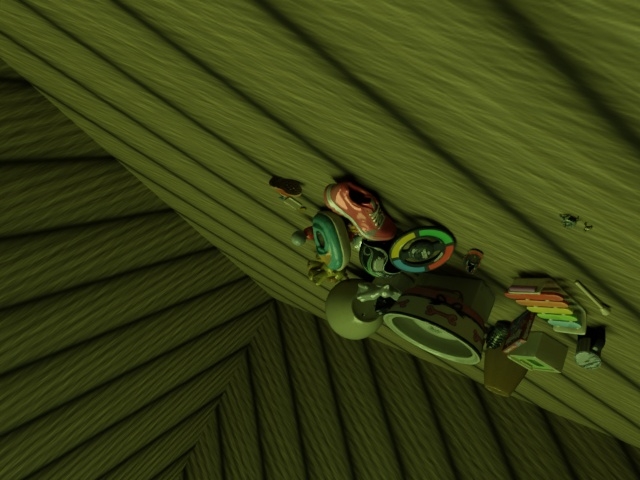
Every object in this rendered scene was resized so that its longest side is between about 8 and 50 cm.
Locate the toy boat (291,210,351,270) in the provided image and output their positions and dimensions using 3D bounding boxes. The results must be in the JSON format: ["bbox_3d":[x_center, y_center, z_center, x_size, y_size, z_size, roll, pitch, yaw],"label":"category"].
[{"bbox_3d":[0.000,0.000,1.821,0.318,0.148,0.267,21,132,59],"label":"toy boat"}]

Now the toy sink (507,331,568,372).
[{"bbox_3d":[0.956,0.505,1.959,0.152,0.131,0.234,31,162,-10],"label":"toy sink"}]

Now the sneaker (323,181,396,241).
[{"bbox_3d":[0.159,-0.095,1.487,0.314,0.116,0.136,33,157,-21],"label":"sneaker"}]

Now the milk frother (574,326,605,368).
[{"bbox_3d":[0.953,0.367,1.582,0.143,0.135,0.129,14,127,28],"label":"milk frother"}]

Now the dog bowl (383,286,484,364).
[{"bbox_3d":[0.469,0.337,1.749,0.408,0.150,0.408,27,160,10],"label":"dog bowl"}]

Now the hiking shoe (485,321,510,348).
[{"bbox_3d":[0.833,0.454,2.019,0.086,0.114,0.227,22,161,14],"label":"hiking shoe"}]

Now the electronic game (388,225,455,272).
[{"bbox_3d":[0.352,0.034,1.505,0.229,0.048,0.229,-2,135,-2],"label":"electronic game"}]

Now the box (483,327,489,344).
[{"bbox_3d":[0.757,0.537,2.318,0.191,0.143,0.381,21,159,19],"label":"box"}]

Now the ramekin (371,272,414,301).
[{"bbox_3d":[0.349,0.218,2.071,0.207,0.109,0.207,24,162,8],"label":"ramekin"}]

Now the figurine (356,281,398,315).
[{"bbox_3d":[0.298,0.258,1.964,0.215,0.092,0.209,38,151,-27],"label":"figurine"}]

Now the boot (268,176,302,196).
[{"bbox_3d":[-0.122,-0.199,1.698,0.158,0.059,0.084,25,167,35],"label":"boot"}]

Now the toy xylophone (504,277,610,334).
[{"bbox_3d":[0.802,0.213,1.465,0.322,0.081,0.236,32,161,-16],"label":"toy xylophone"}]

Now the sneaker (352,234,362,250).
[{"bbox_3d":[0.233,0.044,1.831,0.212,0.080,0.094,36,148,-21],"label":"sneaker"}]

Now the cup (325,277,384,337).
[{"bbox_3d":[0.209,0.346,2.245,0.331,0.331,0.237,29,164,-4],"label":"cup"}]

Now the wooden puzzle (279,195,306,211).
[{"bbox_3d":[-0.118,-0.160,1.858,0.116,0.014,0.078,35,156,-23],"label":"wooden puzzle"}]

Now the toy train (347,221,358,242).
[{"bbox_3d":[0.167,-0.027,1.746,0.166,0.046,0.125,20,150,29],"label":"toy train"}]

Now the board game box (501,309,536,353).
[{"bbox_3d":[0.814,0.372,1.778,0.027,0.145,0.281,21,161,16],"label":"board game box"}]

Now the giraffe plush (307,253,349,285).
[{"bbox_3d":[0.057,0.160,2.301,0.210,0.181,0.170,-28,142,27],"label":"giraffe plush"}]

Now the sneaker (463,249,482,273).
[{"bbox_3d":[0.530,0.089,1.535,0.061,0.065,0.158,20,160,21],"label":"sneaker"}]

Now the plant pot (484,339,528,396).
[{"bbox_3d":[0.921,0.637,2.171,0.237,0.254,0.237,25,161,9],"label":"plant pot"}]

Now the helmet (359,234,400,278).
[{"bbox_3d":[0.229,0.061,1.627,0.169,0.169,0.162,15,128,34],"label":"helmet"}]

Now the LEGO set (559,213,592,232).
[{"bbox_3d":[0.643,-0.039,1.097,0.083,0.023,0.054,21,161,19],"label":"LEGO set"}]

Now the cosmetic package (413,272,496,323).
[{"bbox_3d":[0.548,0.235,1.804,0.153,0.129,0.296,41,157,-32],"label":"cosmetic package"}]
